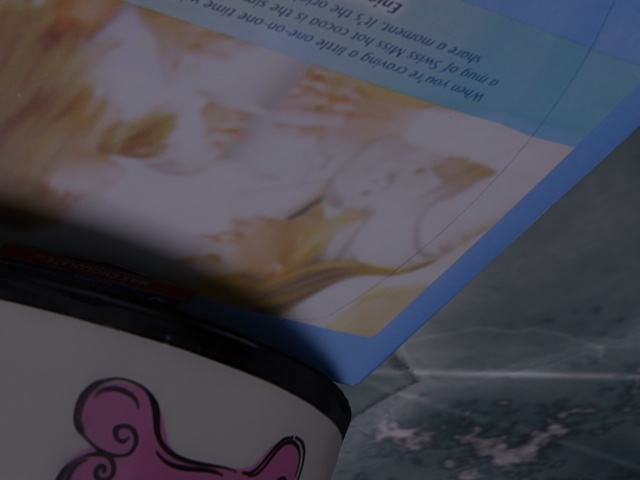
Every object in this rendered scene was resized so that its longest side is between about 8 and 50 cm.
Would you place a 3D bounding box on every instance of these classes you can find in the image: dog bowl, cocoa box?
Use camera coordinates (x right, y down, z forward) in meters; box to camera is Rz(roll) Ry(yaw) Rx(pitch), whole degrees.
[{"bbox_3d":[-0.197,0.111,0.668,0.408,0.150,0.408,6,165,2],"label":"dog bowl"},{"bbox_3d":[-0.081,-0.130,0.573,0.347,0.228,0.231,16,136,-30],"label":"cocoa box"}]
